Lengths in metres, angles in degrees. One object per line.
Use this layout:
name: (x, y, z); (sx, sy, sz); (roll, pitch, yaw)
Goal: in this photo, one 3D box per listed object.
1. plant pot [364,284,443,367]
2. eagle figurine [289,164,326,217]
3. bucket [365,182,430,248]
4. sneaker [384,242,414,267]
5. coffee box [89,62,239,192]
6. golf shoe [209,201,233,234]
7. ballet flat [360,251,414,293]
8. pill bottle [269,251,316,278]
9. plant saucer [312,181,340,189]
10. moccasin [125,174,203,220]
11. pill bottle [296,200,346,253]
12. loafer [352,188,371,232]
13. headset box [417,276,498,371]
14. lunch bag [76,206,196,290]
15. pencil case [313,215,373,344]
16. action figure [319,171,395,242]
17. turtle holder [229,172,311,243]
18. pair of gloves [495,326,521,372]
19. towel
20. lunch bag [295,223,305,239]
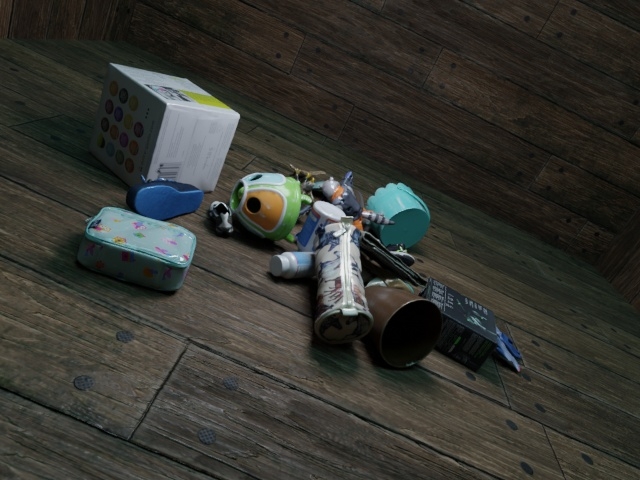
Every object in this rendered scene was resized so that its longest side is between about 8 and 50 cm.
plant pot: (0.208, 0.229, 1.434); (0.216, 0.215, 0.230); (12, 12, -31)
eagle figurine: (-0.067, -0.185, 2.062); (0.227, 0.225, 0.298); (-12, 67, 3)
bucket: (0.354, -0.103, 2.185); (0.281, 0.281, 0.183); (12, 33, -31)
sneaker: (0.310, 0.045, 1.911); (0.084, 0.097, 0.235); (44, -14, -19)
coffee box: (-0.565, -0.391, 1.722); (0.334, 0.337, 0.338); (37, 25, 24)
golf shoe: (-0.339, -0.101, 1.644); (0.077, 0.093, 0.198); (-8, 34, -22)
ballet flat: (0.168, 0.132, 1.701); (0.124, 0.116, 0.342); (-26, 53, -37)
pill bottle: (-0.084, 0.080, 1.549); (0.160, 0.087, 0.087); (2, 33, -45)
plant saucer: (0.032, -0.272, 2.362); (0.195, 0.037, 0.195); (0, 4, 0)
moccasin: (-0.517, -0.135, 1.535); (0.117, 0.137, 0.342); (28, 8, 14)
pill bottle: (-0.009, -0.015, 1.656); (0.124, 0.221, 0.124); (23, 24, -11)
loafer: (0.129, -0.148, 2.196); (0.130, 0.133, 0.365); (17, 24, -21)
headset box: (0.462, 0.283, 1.638); (0.283, 0.131, 0.246); (29, 23, 5)
lunch bag: (-0.477, 0.011, 1.253); (0.279, 0.107, 0.224); (20, 24, -15)
pencil case: (0.060, 0.114, 1.414); (0.160, 0.183, 0.410); (0, 40, -2)
action figure: (0.142, -0.157, 1.961); (0.330, 0.179, 0.341); (35, 56, -22)
turtle holder: (-0.198, -0.149, 1.701); (0.228, 0.243, 0.320); (15, 39, -28)
pair of gloves: (0.669, 0.386, 1.724); (0.159, 0.023, 0.198); (51, 24, 6)
towel: (0.216, 0.061, 1.759); (0.312, 0.056, 0.324); (39, -4, -13)
lunch bag: (0.000, 0.000, 1.813); (0.151, 0.096, 0.129); (47, 25, 11)
